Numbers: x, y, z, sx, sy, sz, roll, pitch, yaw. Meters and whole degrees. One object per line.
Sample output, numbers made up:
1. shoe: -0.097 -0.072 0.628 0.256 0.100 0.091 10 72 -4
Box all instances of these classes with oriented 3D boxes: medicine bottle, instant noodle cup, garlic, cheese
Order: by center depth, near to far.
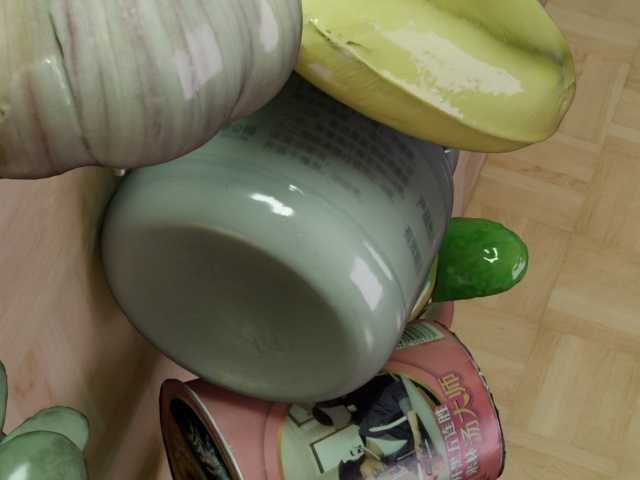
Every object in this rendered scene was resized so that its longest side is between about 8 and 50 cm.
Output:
1. garlic: -0.130 -0.145 0.813 0.207 0.207 0.257 80 -4 -67
2. cheese: 0.036 -0.183 1.008 0.315 0.260 0.128 6 134 -46
3. medicine bottle: -0.012 -0.051 1.167 0.245 0.245 0.306 94 19 -50
4. instant noodle cup: 0.016 0.186 1.270 0.255 0.244 0.244 -19 142 -21

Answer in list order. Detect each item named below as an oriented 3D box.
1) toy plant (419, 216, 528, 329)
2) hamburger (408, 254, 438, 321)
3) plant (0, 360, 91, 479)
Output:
1. toy plant: 0.035 0.027 1.599 0.210 0.317 0.356 -37 164 -32
2. hamburger: 0.000 0.000 1.372 0.149 0.237 0.237 62 47 -67
3. plant: -0.214 0.184 0.811 0.274 0.149 0.146 -63 137 -56
